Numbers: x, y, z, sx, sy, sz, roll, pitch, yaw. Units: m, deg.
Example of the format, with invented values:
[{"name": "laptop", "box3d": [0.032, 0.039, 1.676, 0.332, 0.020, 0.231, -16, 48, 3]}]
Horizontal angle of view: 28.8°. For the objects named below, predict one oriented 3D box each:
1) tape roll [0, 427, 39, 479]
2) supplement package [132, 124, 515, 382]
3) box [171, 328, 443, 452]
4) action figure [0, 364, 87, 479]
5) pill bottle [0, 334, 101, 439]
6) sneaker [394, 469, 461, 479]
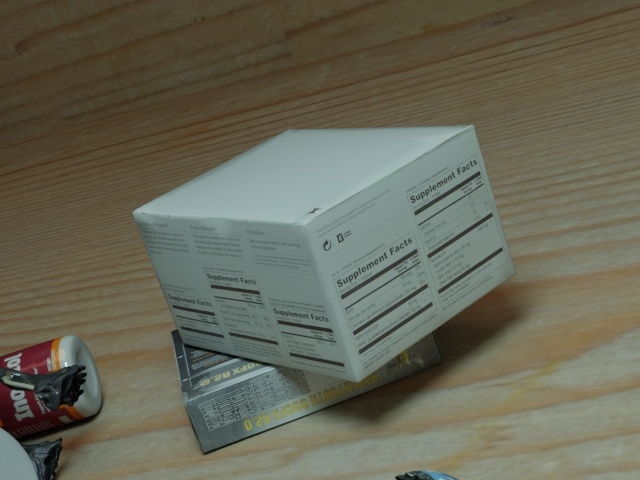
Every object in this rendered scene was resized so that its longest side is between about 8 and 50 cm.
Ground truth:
[{"name": "tape roll", "box3d": [-0.312, 0.227, 0.921, 0.219, 0.072, 0.219, 0, 41, 0]}, {"name": "supplement package", "box3d": [0.000, 0.000, 1.117, 0.204, 0.145, 0.262, -31, 22, -33]}, {"name": "box", "box3d": [-0.020, 0.100, 1.172, 0.231, 0.056, 0.183, -21, 19, -5]}, {"name": "action figure", "box3d": [-0.366, 0.150, 1.154, 0.276, 0.164, 0.141, 11, -9, 5]}, {"name": "pill bottle", "box3d": [-0.305, 0.155, 1.255, 0.152, 0.086, 0.086, -18, 18, 6]}, {"name": "sneaker", "box3d": [0.125, 0.186, 0.750, 0.086, 0.085, 0.237, 1, 1, -34]}]
